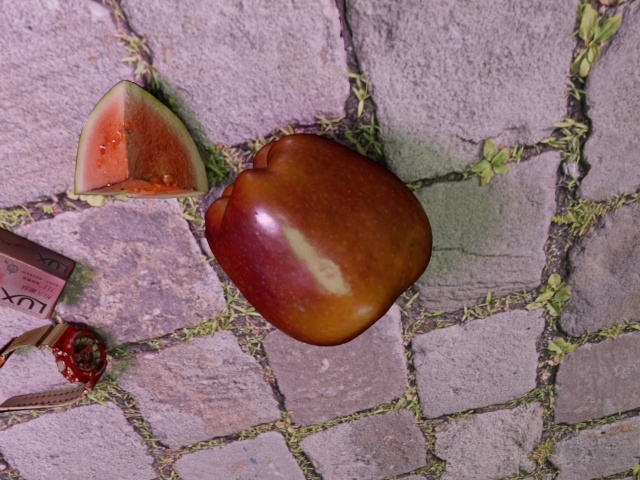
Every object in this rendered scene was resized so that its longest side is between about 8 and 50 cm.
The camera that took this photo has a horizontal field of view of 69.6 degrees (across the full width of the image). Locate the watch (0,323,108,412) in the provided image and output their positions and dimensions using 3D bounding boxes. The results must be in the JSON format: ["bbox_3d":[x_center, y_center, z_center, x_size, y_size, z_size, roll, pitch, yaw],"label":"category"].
[{"bbox_3d":[-0.546,0.252,0.886,0.268,0.102,0.165,-13,117,11],"label":"watch"}]

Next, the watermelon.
[{"bbox_3d":[-0.255,-0.121,0.683,0.145,0.137,0.193,2,131,-52],"label":"watermelon"}]

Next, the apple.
[{"bbox_3d":[0.000,0.000,0.689,0.316,0.288,0.288,39,111,-14],"label":"apple"}]

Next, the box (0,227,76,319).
[{"bbox_3d":[-0.511,0.057,0.775,0.156,0.060,0.111,30,115,-23],"label":"box"}]
